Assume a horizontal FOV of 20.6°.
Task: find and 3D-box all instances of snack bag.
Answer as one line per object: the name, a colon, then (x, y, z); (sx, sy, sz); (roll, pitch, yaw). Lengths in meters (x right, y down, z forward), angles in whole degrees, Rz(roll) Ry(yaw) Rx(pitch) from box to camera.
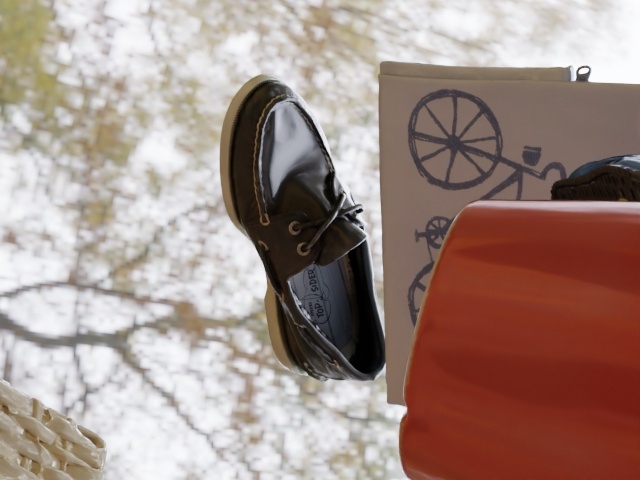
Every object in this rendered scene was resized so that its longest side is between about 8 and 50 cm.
snack bag: (0.215, 0.003, 1.547); (0.342, 0.037, 0.323); (2, -74, 17)

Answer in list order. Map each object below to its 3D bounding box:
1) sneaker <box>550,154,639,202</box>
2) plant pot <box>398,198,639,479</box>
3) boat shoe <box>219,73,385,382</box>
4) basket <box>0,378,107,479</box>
sneaker: (0.247, -0.038, 1.324); (0.069, 0.082, 0.209); (68, -12, -6)
plant pot: (0.193, 0.093, 1.137); (0.243, 0.275, 0.275); (13, -89, 15)
boat shoe: (-0.003, 0.003, 1.651); (0.113, 0.127, 0.340); (23, -47, 39)
basket: (-0.189, 0.114, 0.770); (0.103, 0.167, 0.113); (-39, -149, 35)
